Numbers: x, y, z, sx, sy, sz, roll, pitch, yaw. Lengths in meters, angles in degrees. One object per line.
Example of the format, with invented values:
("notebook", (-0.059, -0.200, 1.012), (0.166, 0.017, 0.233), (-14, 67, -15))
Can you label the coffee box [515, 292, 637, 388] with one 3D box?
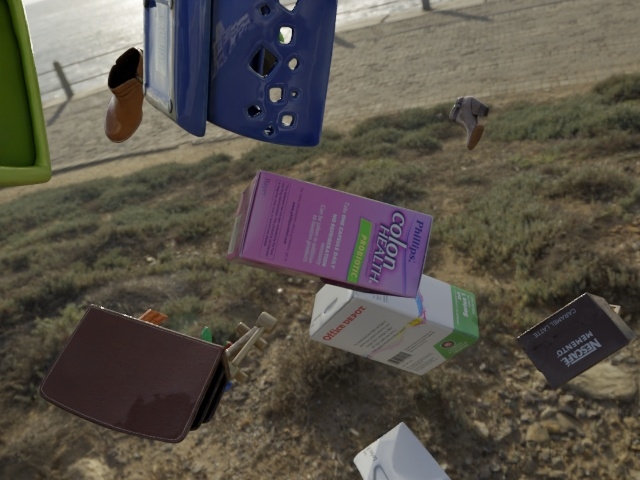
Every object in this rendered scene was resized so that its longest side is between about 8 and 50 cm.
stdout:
("coffee box", (0.453, 0.172, 0.975), (0.141, 0.247, 0.098), (-42, 64, 21))

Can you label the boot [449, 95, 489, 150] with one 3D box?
("boot", (0.338, -0.276, 1.301), (0.087, 0.118, 0.042), (28, 11, 40))

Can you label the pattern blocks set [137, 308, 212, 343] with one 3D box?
("pattern blocks set", (-0.412, 0.316, 1.381), (0.325, 0.285, 0.026), (-16, 8, -31))

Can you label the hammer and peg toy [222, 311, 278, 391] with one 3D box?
("hammer and peg toy", (-0.300, 0.391, 1.887), (0.127, 0.361, 0.266), (36, 30, 11))

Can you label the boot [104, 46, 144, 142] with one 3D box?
("boot", (-0.542, -0.402, 1.556), (0.283, 0.109, 0.220), (-56, 11, 5))

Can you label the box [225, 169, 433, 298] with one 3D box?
("box", (0.000, 0.000, 0.814), (0.243, 0.117, 0.213), (13, -6, -13))

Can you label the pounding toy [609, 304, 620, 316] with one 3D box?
("pounding toy", (0.765, 0.222, 1.540), (0.130, 0.100, 0.141), (6, 23, 35))

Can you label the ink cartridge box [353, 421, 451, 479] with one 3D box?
("ink cartridge box", (0.202, 0.489, 0.957), (0.122, 0.289, 0.211), (-35, 13, -7))

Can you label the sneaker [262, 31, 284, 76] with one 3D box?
("sneaker", (-0.241, -0.514, 1.361), (0.186, 0.483, 0.202), (20, 83, 24))

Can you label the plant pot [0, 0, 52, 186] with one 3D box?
("plant pot", (-0.415, -0.152, 0.522), (0.207, 0.228, 0.227), (-8, 5, -2))

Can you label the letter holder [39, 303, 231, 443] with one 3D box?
("letter holder", (-0.367, 0.295, 1.132), (0.302, 0.152, 0.214), (16, 55, 8))

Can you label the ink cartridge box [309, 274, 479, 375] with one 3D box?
("ink cartridge box", (0.145, 0.155, 1.141), (0.278, 0.201, 0.117), (21, 49, -17))

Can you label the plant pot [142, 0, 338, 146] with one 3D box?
("plant pot", (-0.131, -0.271, 0.806), (0.212, 0.235, 0.236), (-6, 26, -29))
